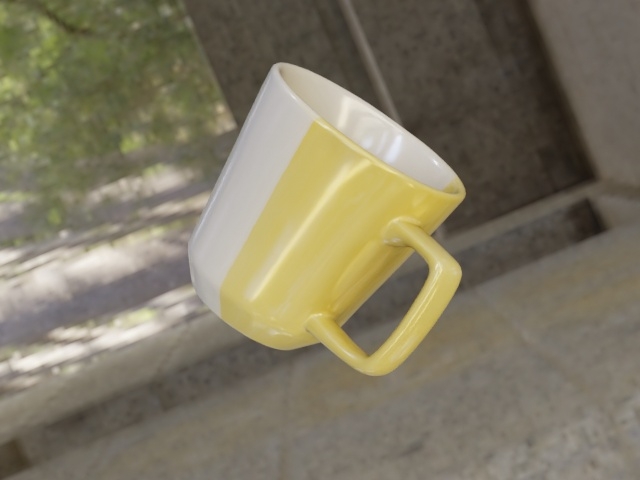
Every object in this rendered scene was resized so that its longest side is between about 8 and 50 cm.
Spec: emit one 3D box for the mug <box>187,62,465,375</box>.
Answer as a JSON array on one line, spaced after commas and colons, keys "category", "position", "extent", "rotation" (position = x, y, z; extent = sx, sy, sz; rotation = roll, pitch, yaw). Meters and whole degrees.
[{"category": "mug", "position": [-0.003, -0.003, 0.428], "extent": [0.062, 0.064, 0.078], "rotation": [31, -165, -16]}]
